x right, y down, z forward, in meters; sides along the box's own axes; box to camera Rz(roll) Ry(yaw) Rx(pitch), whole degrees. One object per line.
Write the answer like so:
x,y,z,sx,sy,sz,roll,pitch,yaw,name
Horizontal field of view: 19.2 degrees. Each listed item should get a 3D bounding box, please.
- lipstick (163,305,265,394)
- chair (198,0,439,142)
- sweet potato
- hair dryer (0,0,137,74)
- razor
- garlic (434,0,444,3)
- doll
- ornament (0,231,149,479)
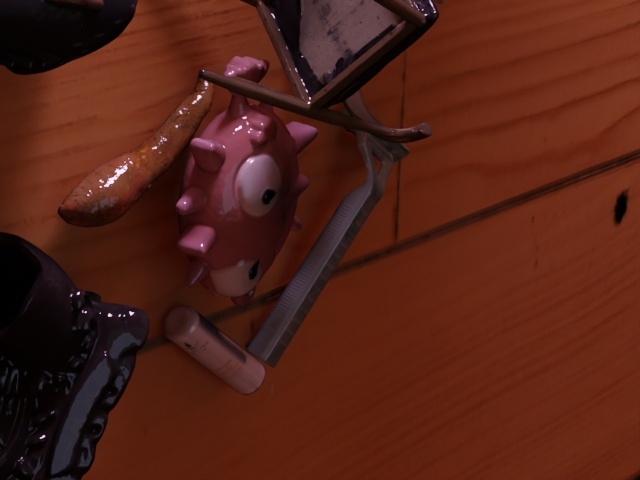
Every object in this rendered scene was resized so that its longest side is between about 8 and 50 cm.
-0.105,0.108,1.876,0.040,0.040,0.141,-61,141,-12,lipstick
0.011,-0.210,1.710,0.166,0.188,0.272,-41,142,22,chair
-0.158,-0.076,1.727,0.214,0.050,0.050,-46,136,-35,sweet potato
-0.252,-0.310,1.471,0.304,0.120,0.359,-5,98,-57,hair dryer
0.008,0.004,1.957,0.111,0.056,0.278,38,75,-53,razor
0.096,-0.316,1.902,0.266,0.148,0.128,10,61,-47,garlic
-0.075,-0.052,1.792,0.211,0.093,0.262,-32,134,-54,doll
-0.295,0.107,1.604,0.260,0.106,0.251,28,81,-47,ornament
